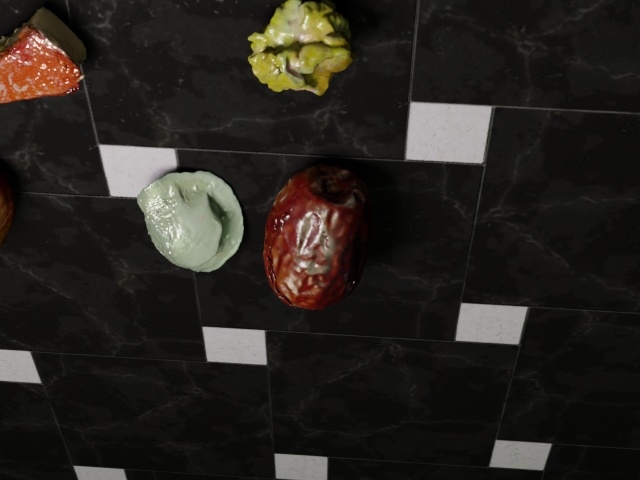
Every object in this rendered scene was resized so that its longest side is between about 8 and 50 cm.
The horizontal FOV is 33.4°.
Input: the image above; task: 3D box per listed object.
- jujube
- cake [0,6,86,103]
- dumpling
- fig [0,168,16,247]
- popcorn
[{"bbox_3d":[0.000,0.000,1.695,0.183,0.183,0.243,13,133,-9],"label":"jujube"},{"bbox_3d":[-0.424,-0.236,1.529,0.220,0.086,0.117,-29,127,33],"label":"cake"},{"bbox_3d":[-0.209,-0.020,1.748,0.153,0.108,0.219,-16,138,24],"label":"dumpling"},{"bbox_3d":[-0.592,0.005,1.706,0.191,0.290,0.190,4,166,1],"label":"fig"},{"bbox_3d":[-0.027,-0.259,1.440,0.145,0.126,0.126,-22,161,7],"label":"popcorn"}]
